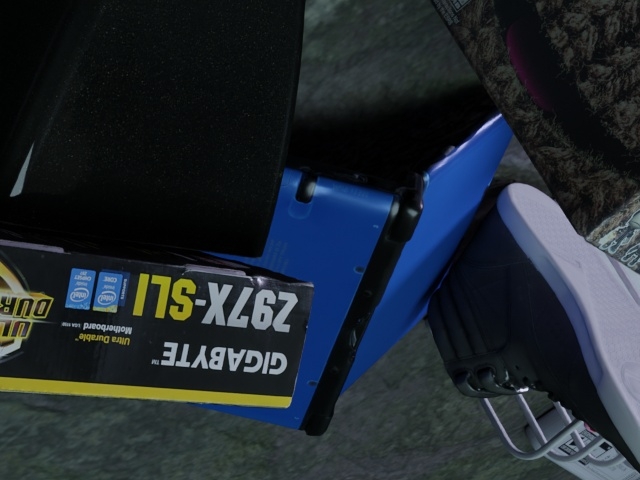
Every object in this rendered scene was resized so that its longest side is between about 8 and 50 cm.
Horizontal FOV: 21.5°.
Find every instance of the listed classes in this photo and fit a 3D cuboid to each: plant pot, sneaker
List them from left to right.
[{"bbox_3d":[-0.116,-0.114,0.921,0.187,0.188,0.167,8,114,-43],"label":"plant pot"},{"bbox_3d":[0.192,0.108,1.359,0.104,0.296,0.147,5,135,-44],"label":"sneaker"}]

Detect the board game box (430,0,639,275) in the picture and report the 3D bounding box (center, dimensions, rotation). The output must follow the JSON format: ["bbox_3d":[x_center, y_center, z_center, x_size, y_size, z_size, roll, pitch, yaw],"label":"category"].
[{"bbox_3d":[0.257,-0.152,1.099,0.291,0.232,0.141,-40,146,17],"label":"board game box"}]

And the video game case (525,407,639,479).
[{"bbox_3d":[0.413,0.179,1.883,0.300,0.036,0.329,-36,147,13],"label":"video game case"}]

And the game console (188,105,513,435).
[{"bbox_3d":[0.000,0.000,1.318,0.250,0.173,0.293,14,137,-6],"label":"game console"}]

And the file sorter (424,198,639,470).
[{"bbox_3d":[0.277,0.097,1.529,0.277,0.173,0.193,13,131,-47],"label":"file sorter"}]

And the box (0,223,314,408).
[{"bbox_3d":[-0.205,0.016,0.935,0.257,0.322,0.079,11,92,-44],"label":"box"}]
